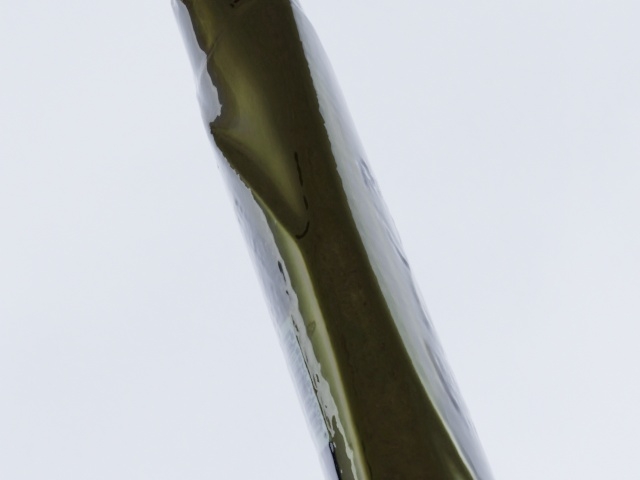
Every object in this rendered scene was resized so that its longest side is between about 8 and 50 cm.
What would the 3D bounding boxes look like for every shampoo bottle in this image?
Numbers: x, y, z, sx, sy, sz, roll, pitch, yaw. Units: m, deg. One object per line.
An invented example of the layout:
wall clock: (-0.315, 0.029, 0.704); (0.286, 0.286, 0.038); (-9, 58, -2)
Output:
shampoo bottle: (0.000, 0.000, 1.039); (0.084, 0.125, 0.350); (-19, -110, -4)
